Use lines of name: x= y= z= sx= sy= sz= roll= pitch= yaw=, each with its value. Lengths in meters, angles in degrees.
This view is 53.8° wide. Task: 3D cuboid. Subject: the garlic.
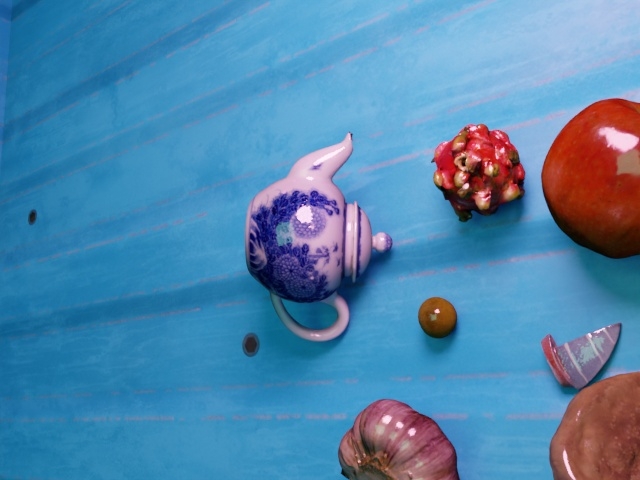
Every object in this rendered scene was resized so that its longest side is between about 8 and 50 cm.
garlic: x=0.146 y=0.376 z=1.083 sx=0.245 sy=0.160 sz=0.244 roll=30 pitch=134 yaw=36

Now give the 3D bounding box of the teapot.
teapot: x=0.000 y=0.000 z=1.231 sx=0.280 sy=0.252 sz=0.423 roll=3 pitch=105 yaw=2

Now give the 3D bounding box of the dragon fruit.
dragon fruit: x=0.262 y=-0.114 z=1.071 sx=0.160 sy=0.172 sz=0.166 roll=18 pitch=93 yaw=39

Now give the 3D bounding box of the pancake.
pancake: x=0.447 y=0.308 z=0.821 sx=0.294 sy=0.295 sz=0.049 roll=54 pitch=157 yaw=31

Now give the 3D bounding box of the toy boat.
toy boat: x=0.418 y=0.174 z=0.984 sx=0.122 sy=0.034 sz=0.096 roll=-31 pitch=70 yaw=28

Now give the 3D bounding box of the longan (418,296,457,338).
longan: x=0.208 y=0.140 z=1.138 sx=0.083 sy=0.075 sz=0.075 roll=124 pitch=141 yaw=-70

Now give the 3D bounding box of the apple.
apple: x=0.437 y=-0.088 z=0.913 sx=0.230 sy=0.230 sz=0.229 roll=-8 pitch=76 yaw=37
